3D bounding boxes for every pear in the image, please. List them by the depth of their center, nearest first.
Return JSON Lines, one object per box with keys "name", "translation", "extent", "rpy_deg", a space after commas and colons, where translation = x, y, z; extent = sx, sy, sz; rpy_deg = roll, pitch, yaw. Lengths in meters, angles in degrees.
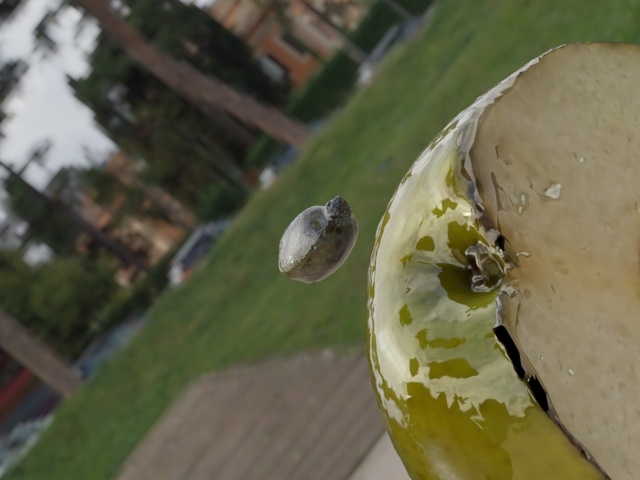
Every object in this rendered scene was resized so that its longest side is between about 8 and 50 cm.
{"name": "pear", "translation": [0.170, 0.074, 1.089], "extent": [0.191, 0.386, 0.340], "rpy_deg": [-34, 50, 41]}

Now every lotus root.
{"name": "lotus root", "translation": [0.000, 0.000, 1.477], "extent": [0.054, 0.049, 0.099], "rpy_deg": [-15, -22, -33]}
